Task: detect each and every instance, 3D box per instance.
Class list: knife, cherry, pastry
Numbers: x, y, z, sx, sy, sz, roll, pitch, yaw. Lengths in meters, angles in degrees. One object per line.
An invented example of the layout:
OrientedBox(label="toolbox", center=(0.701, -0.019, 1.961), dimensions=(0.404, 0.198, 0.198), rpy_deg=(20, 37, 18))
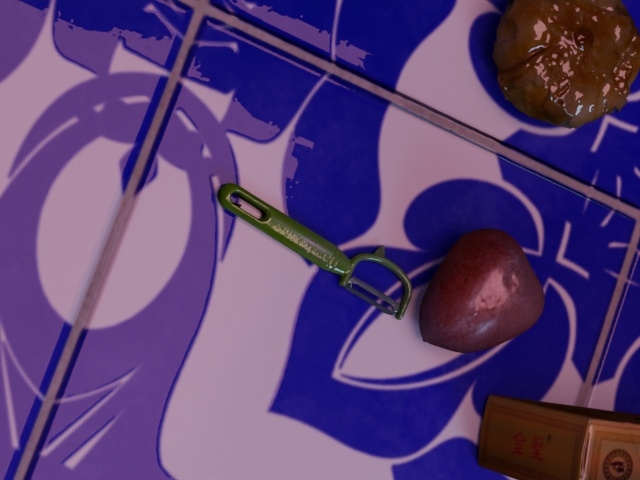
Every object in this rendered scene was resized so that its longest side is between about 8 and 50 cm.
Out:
OrientedBox(label="knife", center=(0.000, 0.000, 1.142), dimensions=(0.212, 0.015, 0.054), rpy_deg=(31, 79, -19))
OrientedBox(label="cherry", center=(0.154, 0.051, 1.166), dimensions=(0.106, 0.087, 0.126), rpy_deg=(35, 75, -14))
OrientedBox(label="pastry", center=(0.234, -0.181, 1.202), dimensions=(0.153, 0.081, 0.153), rpy_deg=(-5, 102, -25))

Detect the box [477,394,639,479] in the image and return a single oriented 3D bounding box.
OrientedBox(label="box", center=(0.310, 0.204, 1.181), dimensions=(0.274, 0.174, 0.076), rpy_deg=(10, 85, -22))
